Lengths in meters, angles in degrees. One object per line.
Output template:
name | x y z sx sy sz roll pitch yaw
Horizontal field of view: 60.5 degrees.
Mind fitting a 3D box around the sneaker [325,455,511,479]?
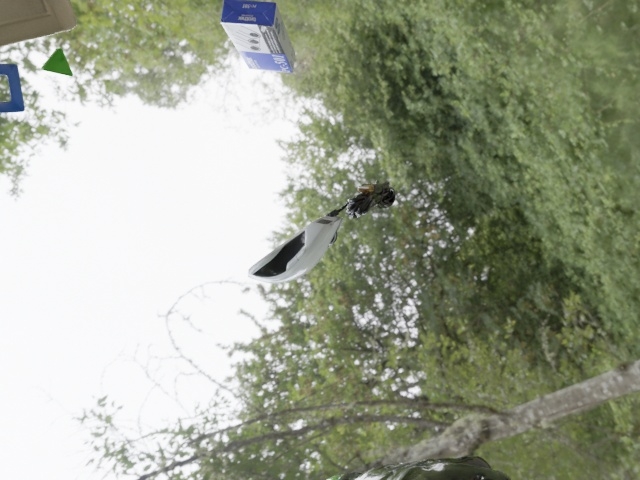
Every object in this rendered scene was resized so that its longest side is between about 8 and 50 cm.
sneaker | 0.095 0.216 0.288 0.483 0.202 0.185 160 87 -87

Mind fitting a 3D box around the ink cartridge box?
ink cartridge box | -0.112 -0.383 1.047 0.207 0.097 0.046 34 -117 -81

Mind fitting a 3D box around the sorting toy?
sorting toy | -0.433 -0.335 0.679 0.195 0.047 0.348 -25 -61 -22

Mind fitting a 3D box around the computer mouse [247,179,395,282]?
computer mouse | 0.000 0.000 0.624 0.042 0.193 0.106 55 -160 2
